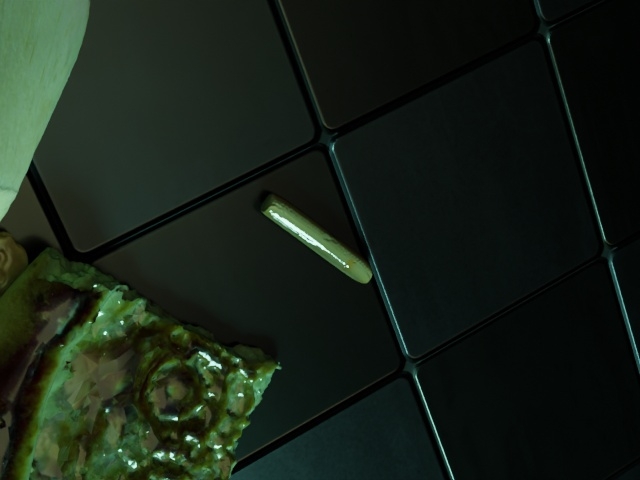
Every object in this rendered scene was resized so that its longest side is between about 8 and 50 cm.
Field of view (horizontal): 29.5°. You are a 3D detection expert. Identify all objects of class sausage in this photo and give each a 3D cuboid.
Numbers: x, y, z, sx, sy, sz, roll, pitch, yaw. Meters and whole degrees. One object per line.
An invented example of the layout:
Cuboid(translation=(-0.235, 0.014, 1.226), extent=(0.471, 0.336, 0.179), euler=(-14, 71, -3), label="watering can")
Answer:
Cuboid(translation=(0.000, 0.000, 1.111), extent=(0.132, 0.024, 0.024), euler=(36, 86, -27), label="sausage")

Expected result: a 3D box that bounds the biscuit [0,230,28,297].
Cuboid(translation=(-0.323, 0.039, 0.965), extent=(0.184, 0.027, 0.133), euler=(14, 98, -28), label="biscuit")

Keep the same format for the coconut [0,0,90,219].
Cuboid(translation=(-0.311, -0.139, 0.776), extent=(0.353, 0.353, 0.352), euler=(-6, 105, -24), label="coconut")

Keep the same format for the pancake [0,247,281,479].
Cuboid(translation=(-0.179, 0.232, 1.023), extent=(0.305, 0.067, 0.426), euler=(13, 86, -34), label="pancake")
